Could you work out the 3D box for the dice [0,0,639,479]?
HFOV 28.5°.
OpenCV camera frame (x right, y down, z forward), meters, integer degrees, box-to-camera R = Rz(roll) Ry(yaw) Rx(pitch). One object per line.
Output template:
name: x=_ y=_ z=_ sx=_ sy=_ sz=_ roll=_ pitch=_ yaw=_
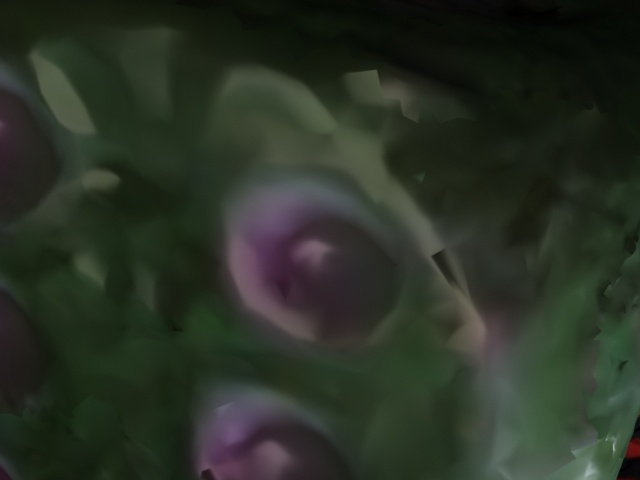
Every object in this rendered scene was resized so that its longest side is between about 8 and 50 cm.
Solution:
dice: x=0.000 y=0.000 z=0.583 sx=0.318 sy=0.330 sz=0.322 roll=18 pitch=119 yaw=14
